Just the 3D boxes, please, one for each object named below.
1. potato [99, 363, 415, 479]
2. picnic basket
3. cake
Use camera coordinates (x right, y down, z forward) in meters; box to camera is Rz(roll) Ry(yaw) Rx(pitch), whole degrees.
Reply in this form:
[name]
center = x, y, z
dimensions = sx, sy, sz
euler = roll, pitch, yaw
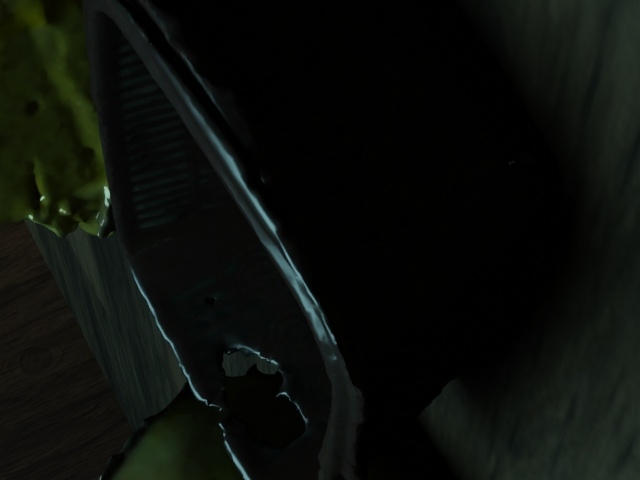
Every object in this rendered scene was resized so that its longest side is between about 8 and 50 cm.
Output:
[potato]
center = 0.008, 0.256, 0.759
dimensions = 0.237, 0.300, 0.289
euler = 28, 178, 33
[picnic basket]
center = 0.000, 0.000, 0.562
dimensions = 0.222, 0.129, 0.297
euler = 58, 163, 20
[cake]
center = -0.184, -0.140, 0.769
dimensions = 0.227, 0.222, 0.286
euler = 44, 161, 51
